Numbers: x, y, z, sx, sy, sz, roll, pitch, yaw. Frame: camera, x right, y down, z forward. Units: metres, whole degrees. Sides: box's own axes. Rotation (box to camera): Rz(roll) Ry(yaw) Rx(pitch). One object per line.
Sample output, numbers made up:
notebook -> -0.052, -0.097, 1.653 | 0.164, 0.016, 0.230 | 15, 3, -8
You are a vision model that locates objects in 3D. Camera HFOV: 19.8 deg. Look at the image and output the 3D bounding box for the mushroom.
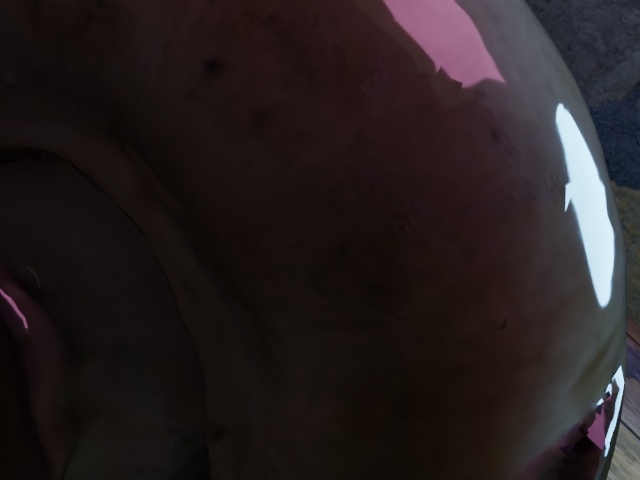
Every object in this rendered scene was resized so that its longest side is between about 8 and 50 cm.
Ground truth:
mushroom -> -0.027, 0.008, 0.498 | 0.184, 0.255, 0.255 | -20, 57, -41
